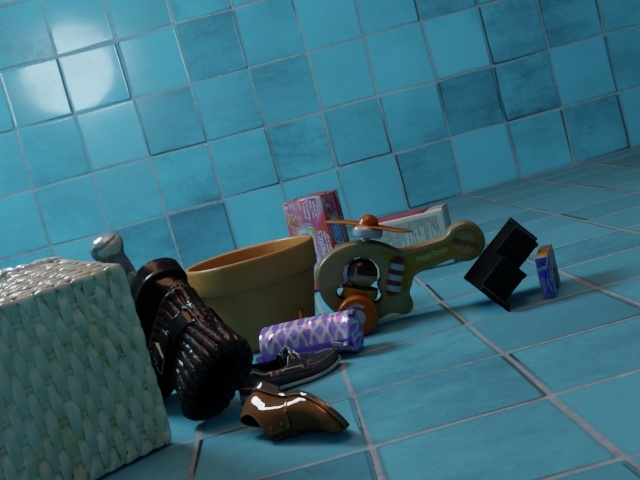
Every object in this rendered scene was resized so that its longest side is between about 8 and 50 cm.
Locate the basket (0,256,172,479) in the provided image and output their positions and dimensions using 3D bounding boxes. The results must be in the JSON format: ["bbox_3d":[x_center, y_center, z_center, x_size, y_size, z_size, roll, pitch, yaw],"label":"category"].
[{"bbox_3d":[-0.453,0.215,1.441,0.328,0.331,0.266,-21,11,-41],"label":"basket"}]

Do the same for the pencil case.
[{"bbox_3d":[-0.017,0.190,1.751,0.206,0.086,0.088,-14,34,20],"label":"pencil case"}]

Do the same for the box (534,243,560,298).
[{"bbox_3d":[0.438,0.060,1.784,0.028,0.081,0.136,-12,7,23],"label":"box"}]

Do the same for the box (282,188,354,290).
[{"bbox_3d":[0.000,0.000,2.535,0.122,0.257,0.128,-11,8,24],"label":"box"}]

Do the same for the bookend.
[{"bbox_3d":[0.366,0.043,1.790,0.157,0.072,0.156,-53,6,2],"label":"bookend"}]

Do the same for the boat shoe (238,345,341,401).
[{"bbox_3d":[-0.055,0.220,1.627,0.206,0.065,0.075,-19,7,-29],"label":"boat shoe"}]

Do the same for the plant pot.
[{"bbox_3d":[-0.133,0.123,2.034,0.290,0.204,0.291,-14,7,2],"label":"plant pot"}]

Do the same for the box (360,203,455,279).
[{"bbox_3d":[0.236,0.002,2.450,0.232,0.149,0.127,-13,6,15],"label":"box"}]

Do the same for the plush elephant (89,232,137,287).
[{"bbox_3d":[-0.457,0.203,1.952,0.271,0.330,0.255,-24,43,12],"label":"plush elephant"}]

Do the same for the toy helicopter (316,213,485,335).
[{"bbox_3d":[0.159,0.032,1.884,0.355,0.235,0.140,-21,6,4],"label":"toy helicopter"}]

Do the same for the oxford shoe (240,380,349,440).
[{"bbox_3d":[-0.040,0.260,1.333,0.212,0.076,0.076,-3,43,52],"label":"oxford shoe"}]

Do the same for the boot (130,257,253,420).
[{"bbox_3d":[-0.248,0.229,1.627,0.131,0.348,0.260,-20,50,-33],"label":"boot"}]
